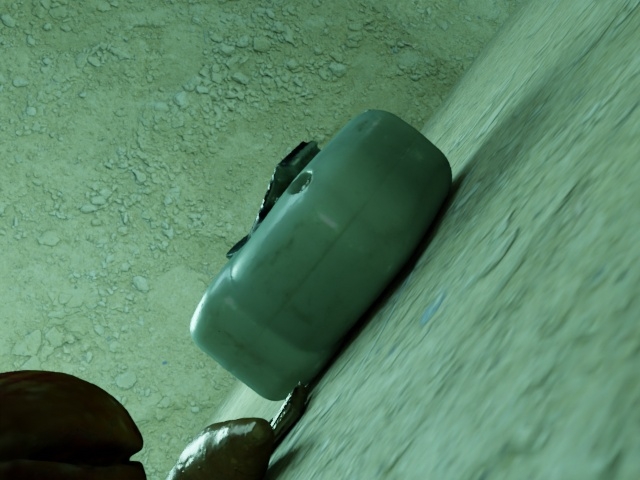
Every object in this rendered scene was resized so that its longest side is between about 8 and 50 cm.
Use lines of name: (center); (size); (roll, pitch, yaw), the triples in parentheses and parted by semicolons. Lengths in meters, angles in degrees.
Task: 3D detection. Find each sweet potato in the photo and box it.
sweet potato: (-0.073, 0.160, 0.535); (0.058, 0.055, 0.202); (-17, -27, -41)

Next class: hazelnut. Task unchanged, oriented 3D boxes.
hazelnut: (-0.450, 0.370, 1.077); (0.402, 0.430, 0.401); (-2, -90, -85)

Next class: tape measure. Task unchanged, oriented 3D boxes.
tape measure: (0.000, 0.001, 0.684); (0.246, 0.125, 0.243); (-54, 0, 27)

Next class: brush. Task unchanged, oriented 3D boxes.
brush: (-0.061, 0.175, 0.593); (0.170, 0.014, 0.043); (-54, -1, 16)
